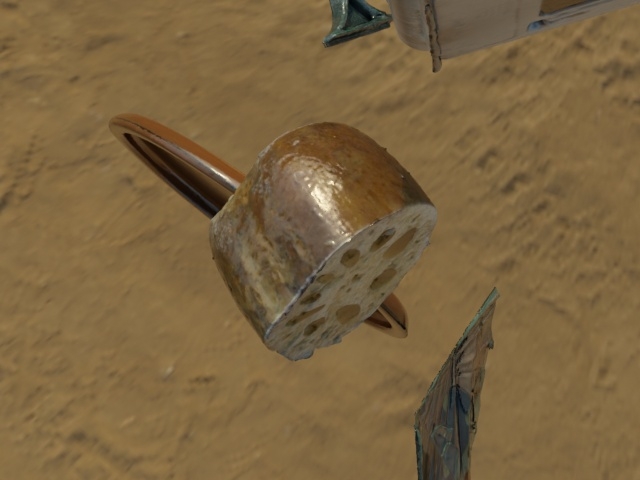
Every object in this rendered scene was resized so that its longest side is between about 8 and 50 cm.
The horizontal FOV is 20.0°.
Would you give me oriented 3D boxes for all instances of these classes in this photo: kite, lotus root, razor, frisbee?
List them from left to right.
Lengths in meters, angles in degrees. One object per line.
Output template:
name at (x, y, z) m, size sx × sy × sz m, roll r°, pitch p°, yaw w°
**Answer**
frisbee at (-0.040, -0.011, 1.242) m, size 0.251 × 0.251 × 0.021 m, roll 36°, pitch 85°, yaw 2°
lotus root at (0.002, 0.000, 0.984) m, size 0.081 × 0.112 × 0.122 m, roll 51°, pitch 120°, yaw 27°
razor at (0.021, -0.208, 1.038) m, size 0.033 × 0.066 × 0.190 m, roll 21°, pitch 119°, yaw 31°
kite at (0.103, 0.178, 1.286) m, size 0.011 × 0.314 × 0.335 m, roll 3°, pitch 63°, yaw 18°

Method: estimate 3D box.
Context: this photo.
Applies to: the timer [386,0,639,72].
timer at (0.111, -0.144, 0.823) m, size 0.178 × 0.253 × 0.078 m, roll -16°, pitch 84°, yaw 5°
